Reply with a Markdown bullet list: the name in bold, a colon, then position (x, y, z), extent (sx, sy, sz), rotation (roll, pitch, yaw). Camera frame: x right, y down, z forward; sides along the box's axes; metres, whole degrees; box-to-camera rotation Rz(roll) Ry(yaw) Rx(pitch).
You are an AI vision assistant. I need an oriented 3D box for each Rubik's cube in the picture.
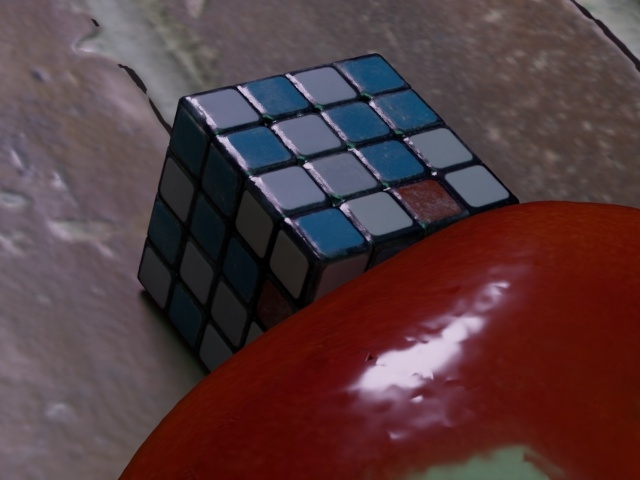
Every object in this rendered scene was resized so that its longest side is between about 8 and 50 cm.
- **Rubik's cube**: position (0.000, 0.000, 0.691), extent (0.092, 0.092, 0.092), rotation (-16, 50, -33)

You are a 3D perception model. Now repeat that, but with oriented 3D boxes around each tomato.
- **tomato**: position (0.063, 0.103, 0.530), extent (0.259, 0.180, 0.260), rotation (7, 49, -8)
